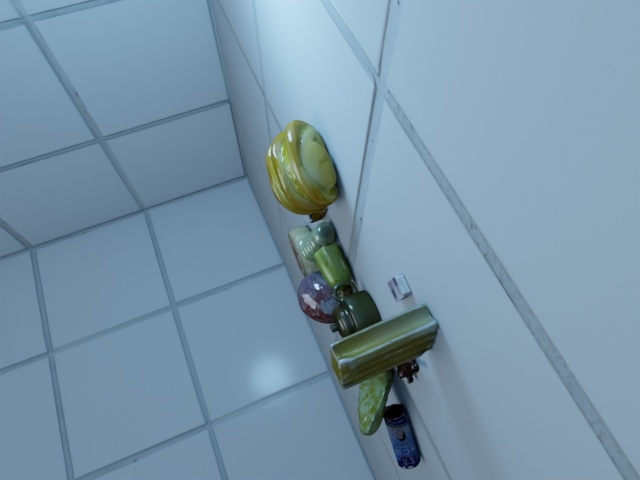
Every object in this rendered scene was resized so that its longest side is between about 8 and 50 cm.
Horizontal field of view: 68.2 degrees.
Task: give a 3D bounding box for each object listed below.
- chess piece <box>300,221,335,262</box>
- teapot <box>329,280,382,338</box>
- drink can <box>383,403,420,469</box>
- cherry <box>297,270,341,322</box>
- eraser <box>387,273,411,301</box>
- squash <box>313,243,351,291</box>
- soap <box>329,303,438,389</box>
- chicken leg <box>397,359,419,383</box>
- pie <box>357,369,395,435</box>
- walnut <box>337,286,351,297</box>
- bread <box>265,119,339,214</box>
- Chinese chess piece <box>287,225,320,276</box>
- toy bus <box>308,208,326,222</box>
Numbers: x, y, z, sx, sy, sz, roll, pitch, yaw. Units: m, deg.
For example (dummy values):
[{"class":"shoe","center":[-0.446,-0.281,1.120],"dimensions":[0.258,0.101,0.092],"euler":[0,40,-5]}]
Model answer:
[{"class":"chess piece","center":[0.000,0.000,1.966],"dimensions":[0.243,0.133,0.133],"euler":[127,122,-69]},{"class":"teapot","center":[0.115,0.285,1.759],"dimensions":[0.185,0.175,0.268],"euler":[148,102,-77]},{"class":"drink can","center":[0.315,0.761,1.839],"dimensions":[0.097,0.097,0.236],"euler":[-148,39,-72]},{"class":"cherry","center":[0.006,0.255,2.142],"dimensions":[0.285,0.213,0.236],"euler":[22,166,46]},{"class":"eraser","center":[0.223,0.136,1.345],"dimensions":[0.105,0.026,0.065],"euler":[105,146,-72]},{"class":"squash","center":[0.058,0.118,1.882],"dimensions":[0.123,0.122,0.187],"euler":[94,154,-65]},{"class":"soap","center":[0.163,0.280,1.240],"dimensions":[0.174,0.273,0.089],"euler":[85,160,-54]},{"class":"chicken leg","center":[0.276,0.397,1.497],"dimensions":[0.090,0.048,0.219],"euler":[61,166,26]},{"class":"pie","center":[0.206,0.598,1.796],"dimensions":[0.257,0.105,0.275],"euler":[113,176,-64]},{"class":"walnut","center":[0.101,0.208,1.999],"dimensions":[0.091,0.052,0.121],"euler":[104,142,-69]},{"class":"bread","center":[-0.071,-0.239,1.628],"dimensions":[0.316,0.211,0.270],"euler":[68,168,-4]},{"class":"Chinese chess piece","center":[-0.075,0.058,2.444],"dimensions":[0.270,0.112,0.270],"euler":[159,90,-80]},{"class":"toy bus","center":[-0.019,-0.126,1.925],"dimensions":[0.162,0.074,0.070],"euler":[106,150,-75]}]
